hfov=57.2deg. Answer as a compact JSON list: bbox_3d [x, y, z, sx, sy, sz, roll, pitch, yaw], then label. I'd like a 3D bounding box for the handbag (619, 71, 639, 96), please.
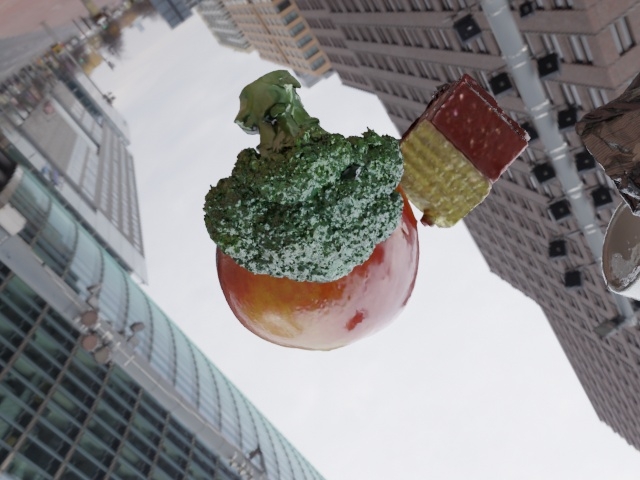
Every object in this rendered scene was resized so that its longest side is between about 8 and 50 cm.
[{"bbox_3d":[0.511,-0.232,0.715,0.089,0.254,0.211,-12,-138,-38],"label":"handbag"}]

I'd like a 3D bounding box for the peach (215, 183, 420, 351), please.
[{"bbox_3d":[0.000,0.000,1.052,0.388,0.388,0.388,-27,-151,16],"label":"peach"}]

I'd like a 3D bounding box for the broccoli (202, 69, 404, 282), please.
[{"bbox_3d":[-0.024,-0.080,0.725,0.270,0.270,0.270,-19,171,-3],"label":"broccoli"}]

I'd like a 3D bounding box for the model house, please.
[{"bbox_3d":[0.239,-0.158,1.130,0.254,0.196,0.160,-50,-171,-14],"label":"model house"}]

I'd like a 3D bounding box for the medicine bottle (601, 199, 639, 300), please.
[{"bbox_3d":[0.482,0.025,0.692,0.252,0.144,0.144,13,-138,5],"label":"medicine bottle"}]

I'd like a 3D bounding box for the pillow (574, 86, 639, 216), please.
[{"bbox_3d":[0.388,-0.073,0.485,0.335,0.092,0.161,-1,-130,-5],"label":"pillow"}]
